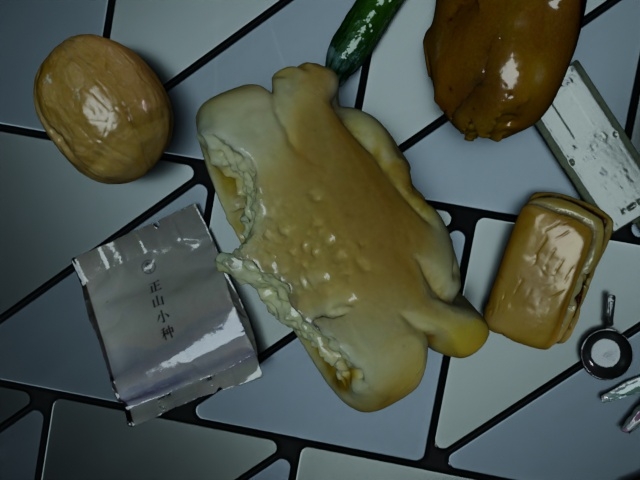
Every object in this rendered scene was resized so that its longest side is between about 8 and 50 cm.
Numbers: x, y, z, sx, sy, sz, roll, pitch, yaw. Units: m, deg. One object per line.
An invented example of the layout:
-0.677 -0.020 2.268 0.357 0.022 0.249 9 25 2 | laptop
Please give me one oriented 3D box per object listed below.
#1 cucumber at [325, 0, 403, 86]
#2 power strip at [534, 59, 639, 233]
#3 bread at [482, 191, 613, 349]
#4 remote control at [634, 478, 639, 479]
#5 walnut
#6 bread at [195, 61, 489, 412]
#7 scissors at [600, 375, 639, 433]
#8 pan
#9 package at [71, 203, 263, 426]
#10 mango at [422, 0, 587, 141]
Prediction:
0.064 -0.290 1.409 0.056 0.056 0.250 34 94 1 | cucumber
0.362 -0.106 1.407 0.092 0.034 0.268 -33 91 6 | power strip
0.292 0.040 1.397 0.116 0.077 0.200 22 105 17 | bread
0.536 0.313 1.426 0.310 0.038 0.090 -22 92 7 | remote control
-0.277 -0.169 1.393 0.165 0.165 0.197 -43 87 7 | walnut
0.013 -0.009 1.299 0.245 0.329 0.424 -30 86 6 | bread
0.462 0.182 1.430 0.187 0.020 0.133 -34 89 4 | scissors
0.379 0.126 1.430 0.068 0.023 0.115 4 98 5 | pan
-0.209 0.103 1.469 0.204 0.062 0.250 -22 79 7 | package
0.228 -0.260 1.335 0.153 0.201 0.287 15 88 -30 | mango
